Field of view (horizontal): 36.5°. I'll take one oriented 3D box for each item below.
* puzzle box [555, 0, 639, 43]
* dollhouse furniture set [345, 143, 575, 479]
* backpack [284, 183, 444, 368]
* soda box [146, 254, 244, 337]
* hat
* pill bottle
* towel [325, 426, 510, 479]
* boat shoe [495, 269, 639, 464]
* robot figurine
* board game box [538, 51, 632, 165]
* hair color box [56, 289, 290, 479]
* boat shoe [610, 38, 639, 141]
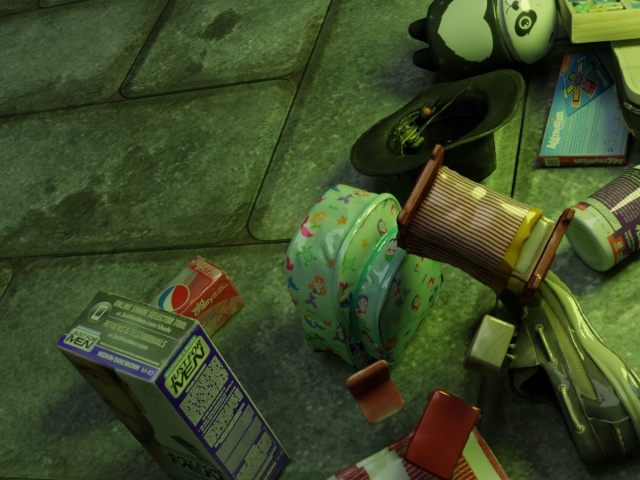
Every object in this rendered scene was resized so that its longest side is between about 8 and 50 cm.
[{"bbox_3d":[0.630,-0.422,1.696,0.408,0.052,0.272,-4,26,8],"label":"puzzle box"},{"bbox_3d":[0.156,0.097,1.252,0.201,0.152,0.374,25,79,10],"label":"dollhouse furniture set"},{"bbox_3d":[0.062,0.050,1.454,0.191,0.253,0.225,14,54,36],"label":"backpack"},{"bbox_3d":[-0.255,0.153,1.626,0.263,0.092,0.083,-45,44,-20],"label":"soda box"},{"bbox_3d":[0.220,-0.161,1.683,0.331,0.134,0.331,-25,23,12],"label":"hat"},{"bbox_3d":[0.471,-0.047,1.460,0.193,0.108,0.108,-33,42,-7],"label":"pill bottle"},{"bbox_3d":[0.097,0.377,1.267,0.329,0.037,0.237,-28,42,-3],"label":"towel"},{"bbox_3d":[0.310,0.153,1.319,0.130,0.132,0.355,-28,40,-3],"label":"boat shoe"},{"bbox_3d":[0.307,-0.397,1.833,0.278,0.209,0.173,-9,34,32],"label":"robot figurine"},{"bbox_3d":[0.481,-0.236,1.709,0.145,0.027,0.281,3,49,25],"label":"board game box"},{"bbox_3d":[-0.193,0.227,1.333,0.185,0.339,0.110,13,53,35],"label":"hair color box"},{"bbox_3d":[0.547,-0.278,1.630,0.116,0.097,0.324,2,36,11],"label":"boat shoe"}]
